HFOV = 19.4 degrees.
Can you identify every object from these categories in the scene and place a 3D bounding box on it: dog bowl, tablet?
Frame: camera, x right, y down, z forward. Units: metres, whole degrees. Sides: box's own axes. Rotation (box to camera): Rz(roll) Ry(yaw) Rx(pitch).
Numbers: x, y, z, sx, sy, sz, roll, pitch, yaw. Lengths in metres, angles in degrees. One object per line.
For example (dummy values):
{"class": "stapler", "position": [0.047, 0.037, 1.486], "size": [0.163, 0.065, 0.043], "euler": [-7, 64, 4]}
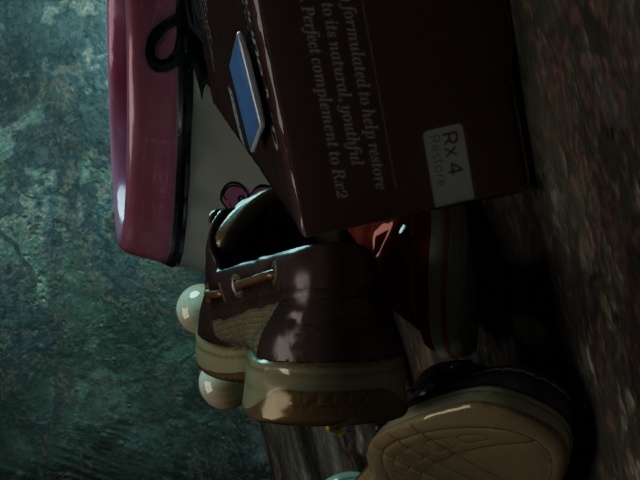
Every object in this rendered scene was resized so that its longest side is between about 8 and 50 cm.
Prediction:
{"class": "dog bowl", "position": [-0.101, -0.160, 1.584], "size": [0.408, 0.150, 0.407], "euler": [178, 90, -81]}
{"class": "tablet", "position": [-0.040, -0.081, 1.029], "size": [0.083, 0.006, 0.054], "euler": [130, 126, -81]}

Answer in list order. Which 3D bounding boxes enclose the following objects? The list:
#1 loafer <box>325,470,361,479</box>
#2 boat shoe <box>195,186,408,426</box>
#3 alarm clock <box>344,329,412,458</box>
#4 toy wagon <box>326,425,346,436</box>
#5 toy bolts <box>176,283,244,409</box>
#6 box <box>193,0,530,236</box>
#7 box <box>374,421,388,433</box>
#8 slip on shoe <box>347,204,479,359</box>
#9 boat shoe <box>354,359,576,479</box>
{"class": "loafer", "position": [0.042, 0.375, 1.915], "size": [0.092, 0.102, 0.268], "euler": [-112, 11, -84]}
{"class": "boat shoe", "position": [-0.015, 0.027, 1.147], "size": [0.342, 0.123, 0.123], "euler": [-137, 44, -82]}
{"class": "alarm clock", "position": [0.048, 0.143, 1.633], "size": [0.129, 0.064, 0.192], "euler": [91, 162, -62]}
{"class": "toy wagon", "position": [-0.047, 0.037, 1.854], "size": [0.344, 0.068, 0.267], "euler": [56, -173, 19]}
{"class": "toy bolts", "position": [-0.068, 0.144, 2.133], "size": [0.228, 0.159, 0.218], "euler": [-121, 19, -69]}
{"class": "box", "position": [0.002, -0.147, 1.150], "size": [0.381, 0.143, 0.191], "euler": [-130, 28, -72]}
{"class": "box", "position": [0.078, 0.169, 1.456], "size": [0.083, 0.052, 0.062], "euler": [163, 94, -84]}
{"class": "slip on shoe", "position": [0.037, -0.009, 1.272], "size": [0.331, 0.101, 0.123], "euler": [-120, 20, -63]}
{"class": "boat shoe", "position": [0.086, 0.117, 1.127], "size": [0.092, 0.103, 0.285], "euler": [-64, 1, -24]}
